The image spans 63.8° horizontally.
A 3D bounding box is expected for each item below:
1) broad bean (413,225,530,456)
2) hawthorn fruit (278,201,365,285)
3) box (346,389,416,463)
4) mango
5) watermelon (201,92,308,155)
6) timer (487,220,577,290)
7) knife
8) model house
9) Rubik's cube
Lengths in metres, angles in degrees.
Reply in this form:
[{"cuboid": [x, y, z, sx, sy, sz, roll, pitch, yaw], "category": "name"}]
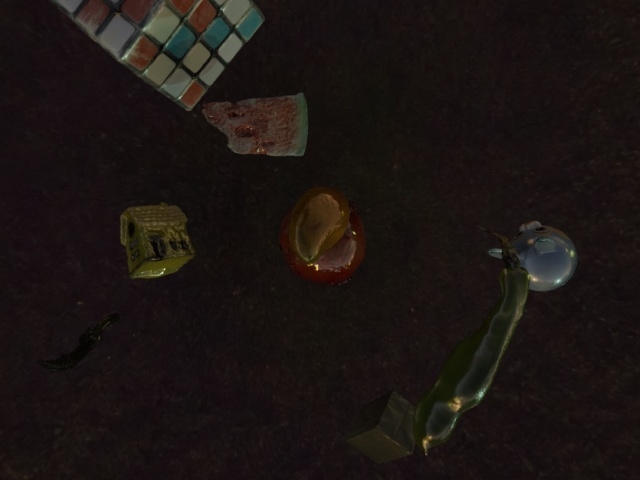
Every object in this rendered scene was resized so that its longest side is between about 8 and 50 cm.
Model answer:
[{"cuboid": [0.195, 0.146, 0.672, 0.056, 0.098, 0.318, 15, 98, -27], "category": "broad bean"}, {"cuboid": [0.014, 0.005, 1.667, 0.315, 0.316, 0.316, -1, 96, -6], "category": "hawthorn fruit"}, {"cuboid": [0.217, 0.633, 1.733, 0.155, 0.231, 0.149, 36, 52, 0], "category": "box"}, {"cuboid": [-0.008, -0.037, 0.981, 0.165, 0.089, 0.115, -42, 106, -35], "category": "mango"}, {"cuboid": [-0.083, -0.174, 0.782, 0.121, 0.158, 0.098, -3, 95, 28], "category": "watermelon"}, {"cuboid": [0.499, 0.017, 1.207, 0.175, 0.175, 0.255, -49, 125, 1], "category": "timer"}, {"cuboid": [-0.417, 0.181, 0.926, 0.045, 0.222, 0.021, 44, 108, -2], "category": "knife"}, {"cuboid": [-0.552, -0.011, 1.708, 0.193, 0.175, 0.234, -7, 66, -43], "category": "model house"}, {"cuboid": [-0.308, -0.448, 0.965, 0.256, 0.259, 0.253, 42, 93, 16], "category": "Rubik's cube"}]
